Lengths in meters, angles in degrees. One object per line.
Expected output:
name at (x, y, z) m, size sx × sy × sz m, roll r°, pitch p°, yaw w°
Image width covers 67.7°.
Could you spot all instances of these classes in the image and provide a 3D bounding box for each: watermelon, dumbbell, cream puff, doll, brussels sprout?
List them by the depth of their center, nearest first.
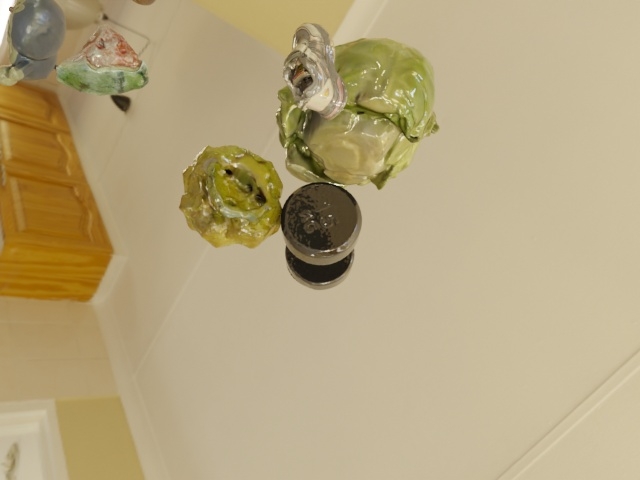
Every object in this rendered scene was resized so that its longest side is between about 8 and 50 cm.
watermelon at (-0.450, -0.375, 0.971) m, size 0.071 × 0.186 × 0.140 m, roll 167°, pitch -79°, yaw -81°
cream puff at (-0.221, -0.108, 1.186) m, size 0.281 × 0.185 × 0.282 m, roll 0°, pitch -88°, yaw 1°
brussels sprout at (0.104, -0.354, 1.282) m, size 0.424 × 0.343 × 0.361 m, roll -5°, pitch -134°, yaw 26°
dumbbell at (0.000, 0.000, 1.289) m, size 0.322 × 0.203 × 0.204 m, roll 93°, pitch -3°, yaw -69°
doll at (-0.784, -0.547, 1.296) m, size 0.258 × 0.153 × 0.228 m, roll -36°, pitch -135°, yaw 53°

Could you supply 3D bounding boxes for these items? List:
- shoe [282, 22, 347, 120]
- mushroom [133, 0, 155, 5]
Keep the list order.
shoe at (-0.025, -0.298, 0.836) m, size 0.089 × 0.092 × 0.180 m, roll -26°, pitch -103°, yaw 45°
mushroom at (-0.390, -0.562, 1.013) m, size 0.087 × 0.127 × 0.127 m, roll -11°, pitch -108°, yaw 17°
